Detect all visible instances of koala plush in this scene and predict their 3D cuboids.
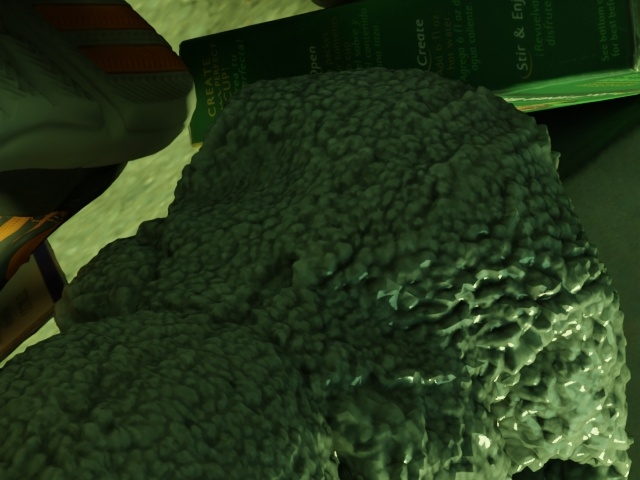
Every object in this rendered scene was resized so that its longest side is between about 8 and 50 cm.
[{"bbox_3d":[-0.032,0.062,0.481,0.221,0.196,0.203,-23,137,-55],"label":"koala plush"}]

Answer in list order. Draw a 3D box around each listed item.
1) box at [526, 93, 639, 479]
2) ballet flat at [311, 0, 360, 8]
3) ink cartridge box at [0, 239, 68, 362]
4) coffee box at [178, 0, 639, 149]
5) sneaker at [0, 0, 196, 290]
[{"bbox_3d":[0.240,-0.076,0.748,0.395,0.212,0.293,-38,-163,22],"label":"box"},{"bbox_3d":[-0.013,-0.127,0.563,0.400,0.139,0.139,-10,144,-53],"label":"ballet flat"},{"bbox_3d":[-0.225,0.139,0.680,0.371,0.069,0.176,-43,-162,-2],"label":"ink cartridge box"},{"bbox_3d":[0.055,-0.061,0.597,0.184,0.040,0.113,-7,-179,42],"label":"coffee box"},{"bbox_3d":[-0.168,0.006,0.512,0.180,0.124,0.321,-50,161,20],"label":"sneaker"}]
